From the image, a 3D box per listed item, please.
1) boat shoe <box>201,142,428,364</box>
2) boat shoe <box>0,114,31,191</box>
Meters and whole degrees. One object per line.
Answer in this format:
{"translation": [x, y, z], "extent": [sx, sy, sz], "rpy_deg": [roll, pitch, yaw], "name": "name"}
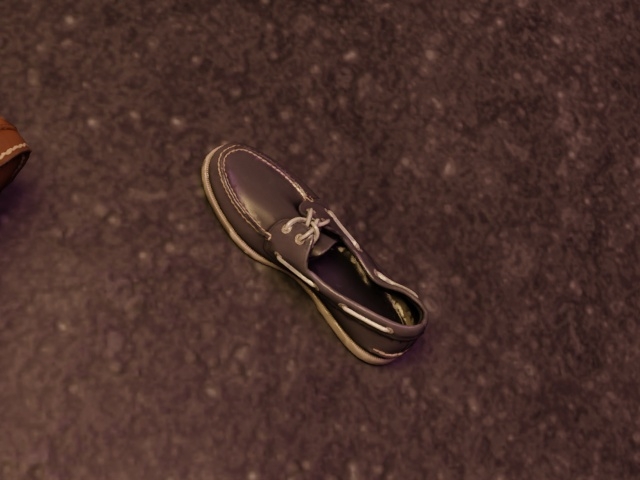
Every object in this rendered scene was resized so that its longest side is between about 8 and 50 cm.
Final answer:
{"translation": [0.000, 0.000, 0.746], "extent": [0.206, 0.065, 0.075], "rpy_deg": [47, 59, 0], "name": "boat shoe"}
{"translation": [-0.264, 0.055, 0.563], "extent": [0.120, 0.122, 0.324], "rpy_deg": [40, 52, -5], "name": "boat shoe"}
